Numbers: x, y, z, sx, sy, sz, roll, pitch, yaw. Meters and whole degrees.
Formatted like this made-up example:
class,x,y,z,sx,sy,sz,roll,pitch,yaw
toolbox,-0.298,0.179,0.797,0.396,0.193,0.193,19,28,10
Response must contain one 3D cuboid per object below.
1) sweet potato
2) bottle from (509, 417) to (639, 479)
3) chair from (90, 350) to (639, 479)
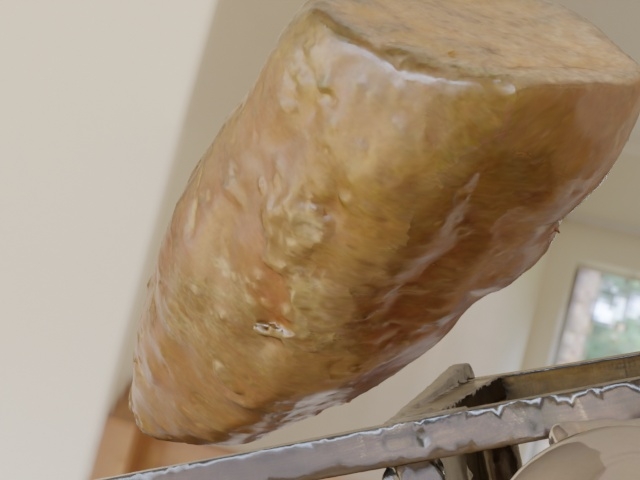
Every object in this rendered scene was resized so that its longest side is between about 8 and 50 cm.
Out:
class,x,y,z,sx,sy,sz,roll,pitch,yaw
sweet potato,0.000,0.000,0.479,0.097,0.097,0.252,17,-32,-19
bottle,0.072,0.143,0.438,0.097,0.110,0.209,-2,-46,-6
chair,0.070,0.170,0.811,0.416,0.203,0.240,-12,-2,17
